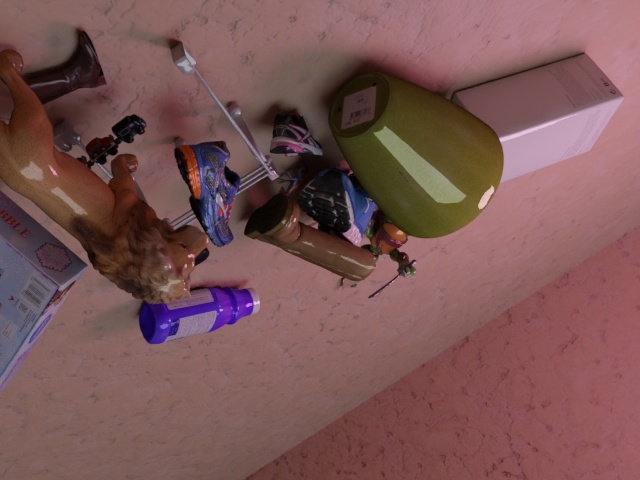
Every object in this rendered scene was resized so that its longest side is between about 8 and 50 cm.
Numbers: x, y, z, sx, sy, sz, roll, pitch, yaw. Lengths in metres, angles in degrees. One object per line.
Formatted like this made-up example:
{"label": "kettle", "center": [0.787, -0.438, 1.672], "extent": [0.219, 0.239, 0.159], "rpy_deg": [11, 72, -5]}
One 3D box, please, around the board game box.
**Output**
{"label": "board game box", "center": [-0.525, 0.038, 1.087], "extent": [0.318, 0.318, 0.066], "rpy_deg": [-46, -177, 33]}

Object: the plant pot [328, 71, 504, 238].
{"label": "plant pot", "center": [0.157, -0.184, 1.462], "extent": [0.275, 0.274, 0.294], "rpy_deg": [-38, 138, 19]}

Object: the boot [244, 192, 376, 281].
{"label": "boot", "center": [0.000, 0.000, 1.595], "extent": [0.270, 0.089, 0.236], "rpy_deg": [24, 170, -18]}

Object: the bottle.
{"label": "bottle", "center": [-0.278, 0.166, 1.816], "extent": [0.283, 0.092, 0.118], "rpy_deg": [-10, 149, -35]}

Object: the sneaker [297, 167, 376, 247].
{"label": "sneaker", "center": [0.048, -0.094, 1.641], "extent": [0.147, 0.130, 0.330], "rpy_deg": [-62, 167, -9]}

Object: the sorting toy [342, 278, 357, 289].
{"label": "sorting toy", "center": [0.087, 0.118, 2.199], "extent": [0.062, 0.012, 0.083], "rpy_deg": [-27, 152, -16]}

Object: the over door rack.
{"label": "over door rack", "center": [-0.241, -0.157, 1.262], "extent": [0.240, 0.108, 0.324], "rpy_deg": [-32, 140, 6]}

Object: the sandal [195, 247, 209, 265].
{"label": "sandal", "center": [-0.320, 0.059, 1.648], "extent": [0.179, 0.040, 0.067], "rpy_deg": [-32, 164, -29]}

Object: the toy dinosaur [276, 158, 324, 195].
{"label": "toy dinosaur", "center": [-0.047, -0.121, 1.549], "extent": [0.047, 0.090, 0.082], "rpy_deg": [71, 36, -74]}

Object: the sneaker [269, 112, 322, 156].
{"label": "sneaker", "center": [-0.040, -0.195, 1.422], "extent": [0.072, 0.077, 0.178], "rpy_deg": [1, -178, 13]}

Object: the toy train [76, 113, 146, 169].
{"label": "toy train", "center": [-0.325, -0.133, 1.137], "extent": [0.158, 0.027, 0.036], "rpy_deg": [-35, 136, 10]}

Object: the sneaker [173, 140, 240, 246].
{"label": "sneaker", "center": [-0.166, -0.072, 1.252], "extent": [0.087, 0.083, 0.221], "rpy_deg": [-23, 143, -12]}

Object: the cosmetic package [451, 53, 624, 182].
{"label": "cosmetic package", "center": [0.457, -0.258, 1.716], "extent": [0.366, 0.155, 0.197], "rpy_deg": [-18, 152, -21]}

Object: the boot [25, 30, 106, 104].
{"label": "boot", "center": [-0.360, -0.232, 1.062], "extent": [0.114, 0.037, 0.106], "rpy_deg": [-19, 151, -11]}

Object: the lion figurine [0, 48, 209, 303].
{"label": "lion figurine", "center": [-0.327, -0.072, 1.010], "extent": [0.142, 0.240, 0.392], "rpy_deg": [-43, 127, 16]}

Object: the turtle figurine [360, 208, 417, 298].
{"label": "turtle figurine", "center": [0.173, -0.013, 1.833], "extent": [0.266, 0.197, 0.275], "rpy_deg": [-46, 154, 24]}
